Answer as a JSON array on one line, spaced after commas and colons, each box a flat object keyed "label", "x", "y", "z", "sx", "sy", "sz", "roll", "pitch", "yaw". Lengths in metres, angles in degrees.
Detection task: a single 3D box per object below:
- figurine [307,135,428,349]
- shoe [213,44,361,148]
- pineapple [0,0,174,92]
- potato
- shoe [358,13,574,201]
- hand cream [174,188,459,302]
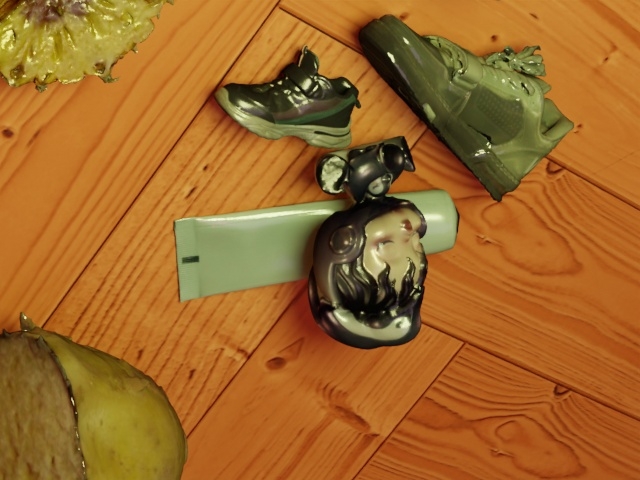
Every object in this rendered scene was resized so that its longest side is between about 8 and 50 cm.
[{"label": "figurine", "x": 0.041, "y": 0.008, "z": 1.865, "sx": 0.145, "sy": 0.145, "sz": 0.222, "roll": -10, "pitch": 97, "yaw": -18}, {"label": "shoe", "x": -0.025, "y": -0.154, "z": 1.807, "sx": 0.169, "sy": 0.071, "sz": 0.099, "roll": 9, "pitch": 117, "yaw": -34}, {"label": "pineapple", "x": -0.226, "y": -0.208, "z": 1.669, "sx": 0.233, "sy": 0.079, "sz": 0.135, "roll": -33, "pitch": 133, "yaw": 2}, {"label": "potato", "x": -0.250, "y": 0.232, "z": 1.896, "sx": 0.237, "sy": 0.300, "sz": 0.289, "roll": -3, "pitch": 162, "yaw": -47}, {"label": "shoe", "x": 0.164, "y": -0.171, "z": 1.858, "sx": 0.149, "sy": 0.109, "sz": 0.293, "roll": -41, "pitch": 133, "yaw": 3}, {"label": "hand cream", "x": 0.000, "y": 0.000, "z": 1.942, "sx": 0.321, "sy": 0.067, "sz": 0.109, "roll": -10, "pitch": 127, "yaw": -12}]
